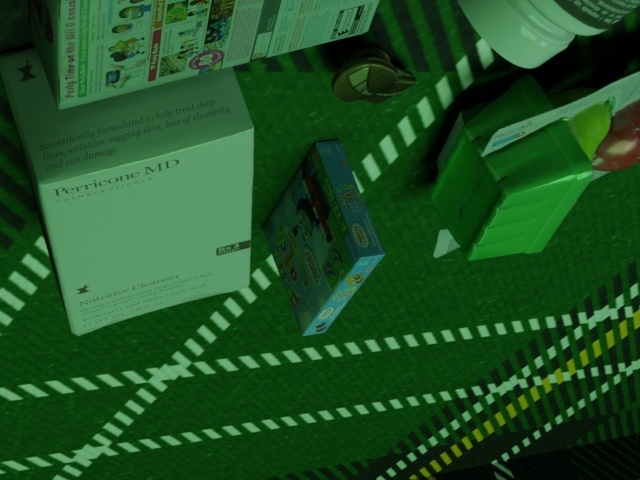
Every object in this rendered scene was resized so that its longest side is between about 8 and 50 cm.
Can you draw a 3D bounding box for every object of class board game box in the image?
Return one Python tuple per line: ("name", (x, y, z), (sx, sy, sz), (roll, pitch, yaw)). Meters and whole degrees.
("board game box", (0.000, 0.000, 1.981), (0.039, 0.160, 0.211), (-10, 155, -26))
("board game box", (-0.094, -0.235, 1.411), (0.303, 0.097, 0.224), (-16, 161, -16))

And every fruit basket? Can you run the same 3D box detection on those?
("fruit basket", (0.313, -0.127, 2.049), (0.353, 0.165, 0.327), (-31, 163, -22))

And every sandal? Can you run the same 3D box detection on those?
("sandal", (0.054, -0.183, 1.762), (0.072, 0.049, 0.180), (-23, 174, 19))

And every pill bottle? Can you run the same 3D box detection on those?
("pill bottle", (0.267, -0.296, 1.532), (0.283, 0.161, 0.161), (-37, 154, 34))

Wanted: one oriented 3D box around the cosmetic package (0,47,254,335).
("cosmetic package", (-0.188, -0.062, 1.662), (0.217, 0.156, 0.385), (-16, 159, -8))
